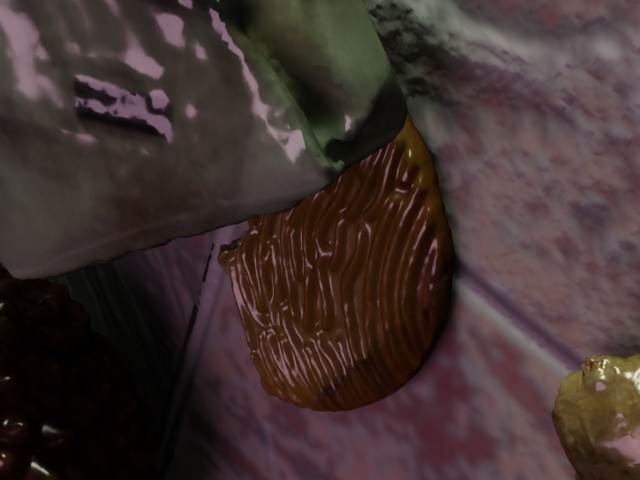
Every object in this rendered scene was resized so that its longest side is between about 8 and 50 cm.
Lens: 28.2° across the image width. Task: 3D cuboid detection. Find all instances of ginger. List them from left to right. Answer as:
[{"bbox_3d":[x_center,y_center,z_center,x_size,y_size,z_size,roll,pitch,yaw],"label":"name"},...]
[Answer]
[{"bbox_3d":[0.141,0.104,0.597,0.096,0.067,0.165,33,136,0],"label":"ginger"}]

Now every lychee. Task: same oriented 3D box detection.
[{"bbox_3d":[-0.269,0.144,0.878,0.330,0.306,0.306,27,133,3],"label":"lychee"}]

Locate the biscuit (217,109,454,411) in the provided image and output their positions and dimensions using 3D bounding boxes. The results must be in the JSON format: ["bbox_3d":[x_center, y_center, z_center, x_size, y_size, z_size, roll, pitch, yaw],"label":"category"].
[{"bbox_3d":[-0.001,0.000,0.712,0.176,0.031,0.228,12,120,40],"label":"biscuit"}]

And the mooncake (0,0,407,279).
[{"bbox_3d":[-0.102,-0.121,0.626,0.254,0.136,0.250,-17,103,34],"label":"mooncake"}]
